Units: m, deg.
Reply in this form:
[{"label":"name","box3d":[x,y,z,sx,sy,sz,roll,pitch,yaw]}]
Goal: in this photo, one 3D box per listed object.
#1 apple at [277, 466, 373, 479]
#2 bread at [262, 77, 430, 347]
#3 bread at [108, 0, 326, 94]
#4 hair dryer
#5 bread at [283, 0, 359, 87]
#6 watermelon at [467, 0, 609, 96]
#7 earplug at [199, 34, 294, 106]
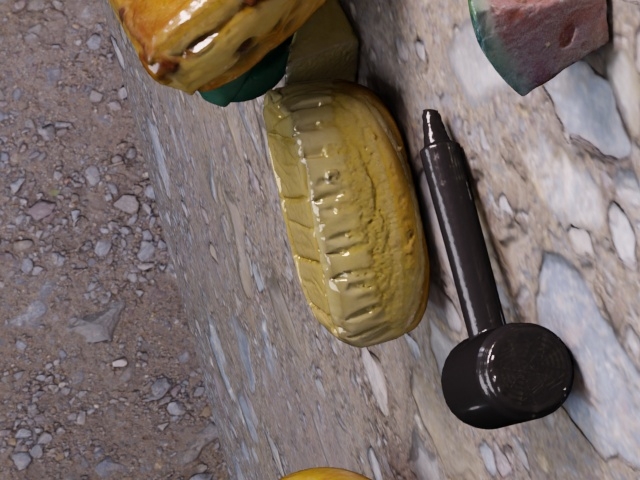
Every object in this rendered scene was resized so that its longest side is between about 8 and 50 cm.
[{"label":"apple","box3d":[0.006,0.417,1.387,0.275,0.299,0.299,60,171,-18]},{"label":"bread","box3d":[0.028,-0.028,1.081,0.140,0.106,0.236,-140,35,-68]},{"label":"bread","box3d":[-0.066,-0.240,0.969,0.099,0.235,0.210,34,-162,-46]},{"label":"hair dryer","box3d":[0.118,0.014,0.905,0.114,0.070,0.248,129,131,-76]},{"label":"bread","box3d":[-0.018,-0.188,1.117,0.084,0.080,0.109,102,145,-61]},{"label":"watermelon","box3d":[0.115,-0.132,0.676,0.072,0.092,0.085,-41,72,34]},{"label":"earplug","box3d":[-0.077,-0.209,1.172,0.257,0.164,0.280,55,172,26]}]
